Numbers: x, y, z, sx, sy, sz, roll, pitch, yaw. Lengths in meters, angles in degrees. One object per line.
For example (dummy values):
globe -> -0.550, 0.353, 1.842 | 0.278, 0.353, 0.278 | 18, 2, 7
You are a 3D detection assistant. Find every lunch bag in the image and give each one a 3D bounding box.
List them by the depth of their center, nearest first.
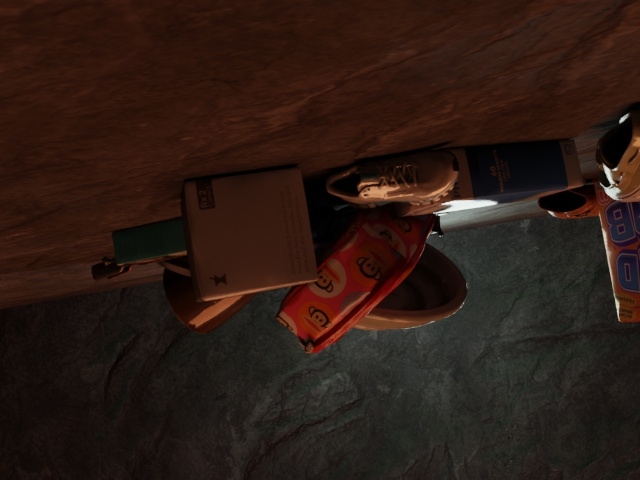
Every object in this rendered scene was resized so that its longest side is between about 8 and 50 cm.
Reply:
lunch bag -> 0.046, 0.043, 1.345 | 0.258, 0.120, 0.293 | -45, -177, 32

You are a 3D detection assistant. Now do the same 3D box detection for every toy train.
toy train -> -0.033, -0.015, 1.477 | 0.105, 0.080, 0.184 | -53, 158, 26

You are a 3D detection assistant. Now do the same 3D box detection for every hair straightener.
hair straightener -> -0.460, 0.057, 1.993 | 0.230, 0.047, 0.089 | -13, 176, 38

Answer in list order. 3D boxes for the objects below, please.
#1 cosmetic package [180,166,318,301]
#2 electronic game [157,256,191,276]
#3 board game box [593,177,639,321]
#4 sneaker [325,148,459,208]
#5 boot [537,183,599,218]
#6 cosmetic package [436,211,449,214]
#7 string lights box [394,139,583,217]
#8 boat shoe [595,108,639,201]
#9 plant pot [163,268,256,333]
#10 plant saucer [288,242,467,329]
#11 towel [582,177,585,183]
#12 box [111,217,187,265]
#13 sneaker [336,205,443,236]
cosmetic package -> -0.101, -0.003, 1.148 | 0.151, 0.151, 0.183 | -9, 178, -12
electronic game -> -0.238, 0.037, 1.726 | 0.229, 0.048, 0.229 | 15, -173, -2
board game box -> 0.901, -0.019, 1.947 | 0.356, 0.356, 0.356 | -7, 176, -17
sneaker -> 0.092, -0.080, 1.148 | 0.190, 0.071, 0.083 | -12, 170, 33
boot -> 0.701, -0.112, 2.158 | 0.283, 0.109, 0.220 | -3, 177, 32
cosmetic package -> 0.184, -0.068, 1.636 | 0.115, 0.060, 0.041 | -11, 177, 43
string lights box -> 0.246, -0.092, 1.274 | 0.259, 0.077, 0.133 | -7, 175, -31
boat shoe -> 0.431, -0.128, 1.184 | 0.094, 0.109, 0.302 | 6, 168, 3
plant pot -> -0.240, 0.092, 2.168 | 0.230, 0.215, 0.215 | -27, 169, 25
plant saucer -> 0.078, 0.076, 1.654 | 0.400, 0.100, 0.400 | 12, -155, -5
towel -> 0.503, -0.115, 2.012 | 0.197, 0.029, 0.144 | -8, 177, -30
box -> -0.230, -0.006, 1.493 | 0.244, 0.060, 0.100 | -11, 176, 19
sneaker -> 0.137, -0.035, 1.721 | 0.223, 0.098, 0.083 | -10, 176, -3
